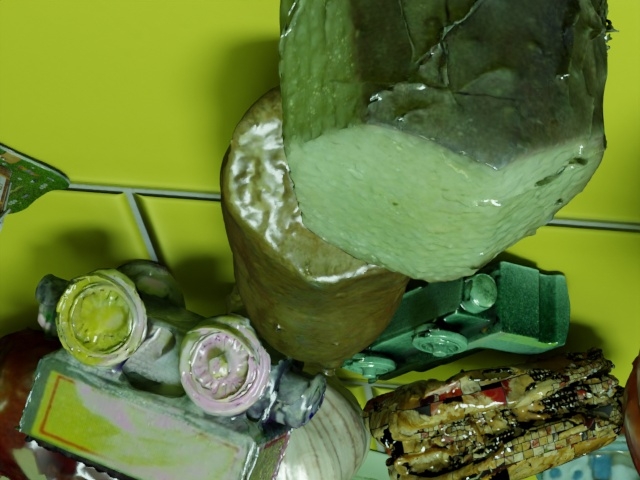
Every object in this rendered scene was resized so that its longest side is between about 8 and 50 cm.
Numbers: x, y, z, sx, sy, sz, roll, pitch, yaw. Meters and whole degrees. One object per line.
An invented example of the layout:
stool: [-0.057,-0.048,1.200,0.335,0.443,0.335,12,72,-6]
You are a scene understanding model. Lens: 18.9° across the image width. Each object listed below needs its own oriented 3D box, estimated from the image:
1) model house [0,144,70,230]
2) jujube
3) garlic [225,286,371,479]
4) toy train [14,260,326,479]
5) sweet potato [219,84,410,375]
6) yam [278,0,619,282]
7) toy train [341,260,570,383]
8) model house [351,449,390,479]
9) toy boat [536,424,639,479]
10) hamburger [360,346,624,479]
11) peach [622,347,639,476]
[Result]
model house: [-0.304,-0.032,1.553,0.167,0.088,0.117,30,146,-32]
jujube: [-0.231,0.194,1.842,0.243,0.183,0.183,36,143,-23]
garlic: [-0.062,0.136,1.755,0.199,0.199,0.226,-1,116,20]
toy train: [-0.132,0.122,1.630,0.260,0.177,0.134,21,-173,13]
sweet potato: [0.000,0.000,1.468,0.157,0.158,0.370,10,158,1]
yam: [0.066,-0.130,1.079,0.201,0.271,0.202,4,157,8]
toy train: [0.102,0.073,1.622,0.132,0.083,0.200,14,160,-29]
model house: [0.006,0.280,2.006,0.127,0.100,0.149,15,153,-8]
toy boat: [0.358,0.229,1.766,0.331,0.133,0.145,-1,148,19]
hamburger: [0.151,0.155,1.654,0.231,0.107,0.231,-17,173,-2]
peach: [0.425,0.092,1.281,0.416,0.353,0.339,25,176,21]
